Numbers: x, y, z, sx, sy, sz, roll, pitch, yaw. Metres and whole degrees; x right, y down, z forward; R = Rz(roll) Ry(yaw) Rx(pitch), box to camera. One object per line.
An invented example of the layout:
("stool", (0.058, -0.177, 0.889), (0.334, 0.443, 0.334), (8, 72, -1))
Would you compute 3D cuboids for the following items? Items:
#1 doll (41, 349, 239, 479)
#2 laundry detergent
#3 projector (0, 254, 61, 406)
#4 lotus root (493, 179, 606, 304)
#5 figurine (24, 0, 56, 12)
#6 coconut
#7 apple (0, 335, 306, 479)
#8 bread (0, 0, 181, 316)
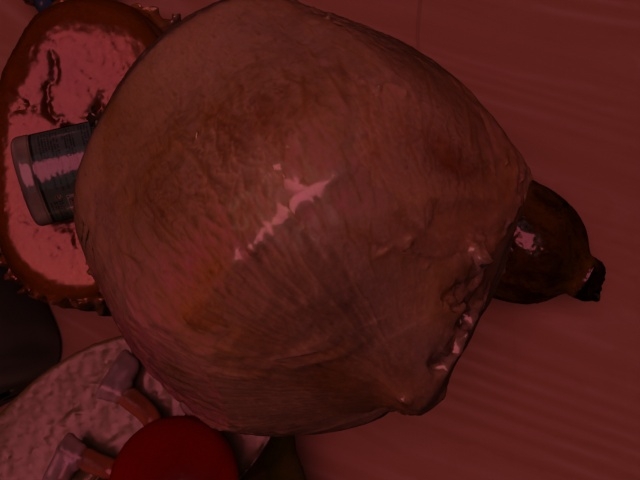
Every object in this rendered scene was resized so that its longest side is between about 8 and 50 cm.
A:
("doll", (-0.158, 0.223, 0.700), (0.217, 0.085, 0.183), (23, 71, 26))
("laundry detergent", (-0.211, -0.090, 0.771), (0.226, 0.070, 0.099), (-16, 92, -10))
("projector", (-0.508, 0.108, 0.847), (0.249, 0.249, 0.248), (-28, 82, 5))
("lotus root", (0.209, -0.008, 0.816), (0.260, 0.128, 0.145), (31, 105, 17))
("figurine", (-0.350, -0.363, 0.943), (0.178, 0.114, 0.144), (27, 78, 25))
("coconut", (0.000, 0.000, 0.646), (0.405, 0.404, 0.404), (-1, 84, 8))
("apple", (-0.196, 0.293, 0.766), (0.360, 0.320, 0.311), (-15, 120, 0))
("bread", (-0.280, -0.100, 0.869), (0.236, 0.183, 0.388), (-2, 84, 6))
